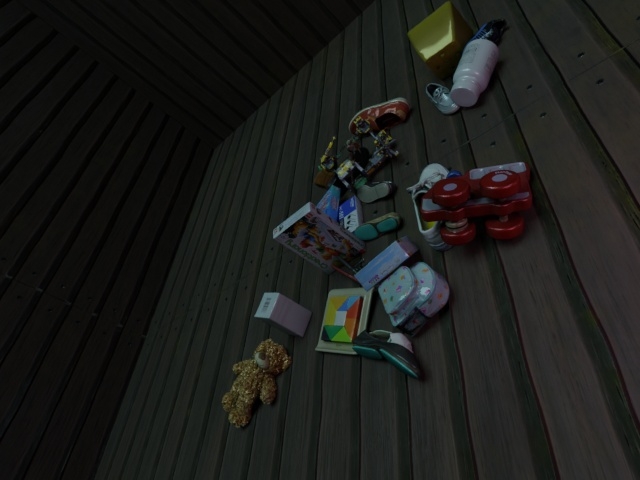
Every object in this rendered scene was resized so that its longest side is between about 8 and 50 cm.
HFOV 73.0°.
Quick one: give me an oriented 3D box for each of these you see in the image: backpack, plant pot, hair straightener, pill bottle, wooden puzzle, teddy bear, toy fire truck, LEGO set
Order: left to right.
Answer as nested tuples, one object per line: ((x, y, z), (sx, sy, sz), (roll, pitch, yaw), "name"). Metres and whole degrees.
((-0.260, 0.533, 1.634), (0.338, 0.113, 0.245), (-44, 34, 16), "teddy bear")
((0.077, 0.269, 1.488), (0.220, 0.044, 0.239), (-11, 55, 49), "wooden puzzle")
((0.144, -0.365, 1.814), (0.331, 0.192, 0.255), (-37, 76, 11), "LEGO set")
((0.132, 0.103, 1.559), (0.230, 0.047, 0.089), (30, 88, 49), "hair straightener")
((0.271, 0.155, 1.260), (0.188, 0.144, 0.166), (-40, 28, 16), "backpack")
((0.524, -0.820, 1.833), (0.212, 0.212, 0.187), (-28, 52, 36), "plant pot")
((0.573, -0.624, 1.625), (0.131, 0.131, 0.229), (2, 61, 54), "pill bottle")
((0.447, -0.132, 1.247), (0.301, 0.170, 0.254), (-7, 33, 23), "toy fire truck")

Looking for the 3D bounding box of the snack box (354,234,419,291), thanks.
((0.216, 0.068, 1.376), (0.174, 0.070, 0.207), (-42, -9, 20), "snack box")

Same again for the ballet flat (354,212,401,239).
((0.219, -0.054, 1.623), (0.206, 0.073, 0.067), (-16, 20, 42), "ballet flat")

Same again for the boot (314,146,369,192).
((0.097, -0.346, 2.073), (0.264, 0.096, 0.280), (-58, 23, 7), "boot")

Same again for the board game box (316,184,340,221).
((0.025, -0.116, 1.904), (0.160, 0.047, 0.210), (-50, 24, 46), "board game box")

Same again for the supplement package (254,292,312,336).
((-0.140, 0.282, 1.648), (0.105, 0.179, 0.105), (-8, 53, 50), "supplement package")

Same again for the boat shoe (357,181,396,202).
((0.228, -0.201, 1.766), (0.064, 0.075, 0.206), (-19, 8, -30), "boat shoe")

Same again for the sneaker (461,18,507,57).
((0.654, -0.791, 1.729), (0.232, 0.081, 0.090), (-57, 24, -8), "sneaker")

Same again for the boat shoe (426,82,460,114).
((0.485, -0.578, 1.746), (0.079, 0.081, 0.228), (-44, 32, 16), "boat shoe")

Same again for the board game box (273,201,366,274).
((0.000, 0.000, 1.616), (0.193, 0.305, 0.053), (-35, 38, 29), "board game box")

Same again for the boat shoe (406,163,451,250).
((0.354, -0.147, 1.425), (0.135, 0.156, 0.367), (-26, 41, 38), "boat shoe")

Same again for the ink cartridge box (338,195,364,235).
((0.126, -0.085, 1.781), (0.097, 0.046, 0.207), (-34, 35, 28), "ink cartridge box")

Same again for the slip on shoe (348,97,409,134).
((0.259, -0.554, 2.003), (0.331, 0.123, 0.102), (-10, 56, 43), "slip on shoe")

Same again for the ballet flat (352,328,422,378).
((0.198, 0.310, 1.257), (0.096, 0.095, 0.280), (-51, 29, -20), "ballet flat")
